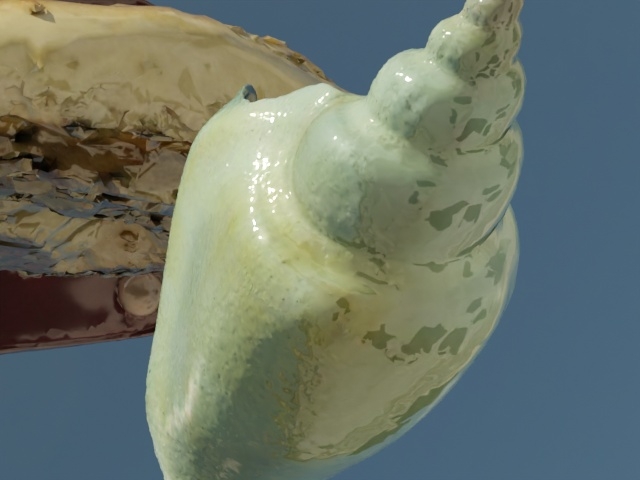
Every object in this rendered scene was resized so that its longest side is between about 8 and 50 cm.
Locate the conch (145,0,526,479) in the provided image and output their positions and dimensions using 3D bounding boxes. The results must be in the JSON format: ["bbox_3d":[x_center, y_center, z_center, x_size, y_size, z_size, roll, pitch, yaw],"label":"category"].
[{"bbox_3d":[-0.001,0.004,0.386,0.180,0.088,0.065,-59,-11,30],"label":"conch"}]

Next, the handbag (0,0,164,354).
[{"bbox_3d":[-0.181,-0.038,0.945,0.216,0.074,0.203,-5,-88,-24],"label":"handbag"}]

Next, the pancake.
[{"bbox_3d":[-0.149,-0.033,0.690,0.382,0.382,0.071,8,-100,-38],"label":"pancake"}]
